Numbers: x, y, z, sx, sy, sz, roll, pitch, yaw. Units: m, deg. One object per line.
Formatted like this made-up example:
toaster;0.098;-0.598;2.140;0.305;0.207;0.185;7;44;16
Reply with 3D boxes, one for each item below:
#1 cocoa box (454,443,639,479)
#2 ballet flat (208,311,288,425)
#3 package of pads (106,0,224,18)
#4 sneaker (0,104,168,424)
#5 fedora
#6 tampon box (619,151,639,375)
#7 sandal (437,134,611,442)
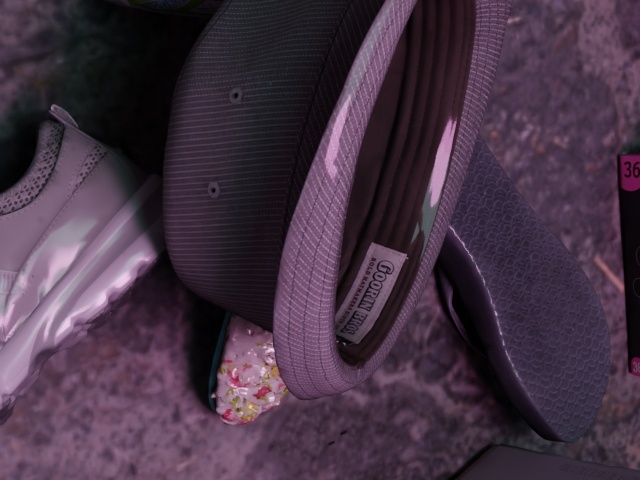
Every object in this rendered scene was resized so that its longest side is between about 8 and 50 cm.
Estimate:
cocoa box;0.181;0.293;1.037;0.228;0.347;0.231;-39;111;-26
ballet flat;0.000;0.000;1.054;0.091;0.077;0.241;34;71;-66
package of pads;-0.010;-0.271;1.031;0.229;0.101;0.296;3;91;-32
sneaker;-0.200;0.045;0.942;0.115;0.105;0.281;45;67;2
fedora;0.000;-0.060;0.934;0.244;0.124;0.275;-22;128;-67
tampon box;0.288;0.014;1.230;0.101;0.120;0.161;-9;97;-33
sandal;0.112;0.017;1.163;0.097;0.054;0.254;-37;102;-34
